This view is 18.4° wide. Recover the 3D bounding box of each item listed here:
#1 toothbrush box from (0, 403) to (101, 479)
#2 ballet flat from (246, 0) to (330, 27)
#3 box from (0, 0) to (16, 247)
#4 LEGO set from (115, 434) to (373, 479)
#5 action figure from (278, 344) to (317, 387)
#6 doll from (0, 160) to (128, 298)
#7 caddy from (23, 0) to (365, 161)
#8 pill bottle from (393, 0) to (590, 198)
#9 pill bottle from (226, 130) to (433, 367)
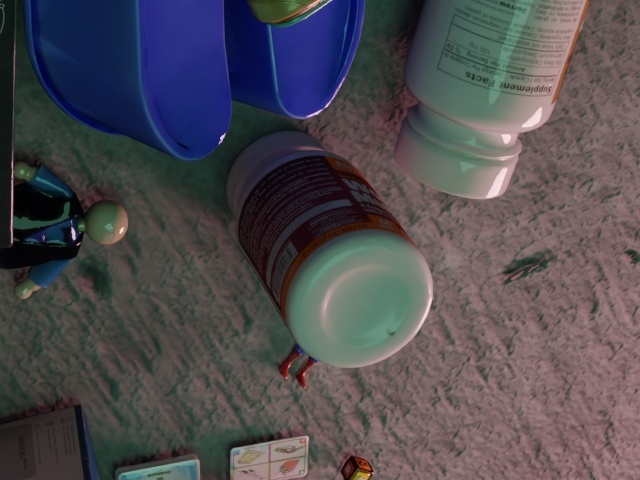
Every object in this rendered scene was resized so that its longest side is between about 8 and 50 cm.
[{"bbox_3d":[-0.228,0.329,1.712,0.126,0.216,0.296,-11,121,-5],"label":"toothbrush box"},{"bbox_3d":[0.037,-0.235,1.425,0.232,0.080,0.073,-36,119,-28],"label":"ballet flat"},{"bbox_3d":[-0.302,-0.130,1.447,0.142,0.163,0.247,-5,128,-18],"label":"box"},{"bbox_3d":[-0.066,0.274,1.847,0.244,0.060,0.182,-9,124,-16],"label":"LEGO set"},{"bbox_3d":[0.010,0.082,1.783,0.038,0.030,0.115,31,102,-27],"label":"action figure"},{"bbox_3d":[-0.252,-0.004,1.621,0.189,0.046,0.129,-9,122,-12],"label":"doll"},{"bbox_3d":[-0.104,-0.226,1.477,0.241,0.179,0.341,-22,126,-35],"label":"caddy"},{"bbox_3d":[0.141,-0.158,1.633,0.131,0.131,0.229,6,116,-24],"label":"pill bottle"},{"bbox_3d":[0.000,0.000,1.614,0.121,0.221,0.121,-9,121,-16],"label":"pill bottle"}]
